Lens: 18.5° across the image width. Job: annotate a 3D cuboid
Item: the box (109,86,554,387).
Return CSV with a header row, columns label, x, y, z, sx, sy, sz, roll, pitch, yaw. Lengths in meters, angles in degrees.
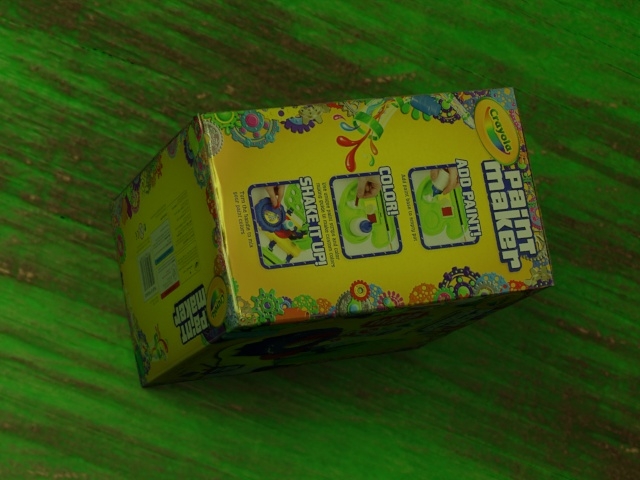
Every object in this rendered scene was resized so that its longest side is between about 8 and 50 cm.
label,x,y,z,sx,sy,sz,roll,pitch,yaw
box,0.000,0.000,1.674,0.279,0.290,0.177,-7,79,-21
